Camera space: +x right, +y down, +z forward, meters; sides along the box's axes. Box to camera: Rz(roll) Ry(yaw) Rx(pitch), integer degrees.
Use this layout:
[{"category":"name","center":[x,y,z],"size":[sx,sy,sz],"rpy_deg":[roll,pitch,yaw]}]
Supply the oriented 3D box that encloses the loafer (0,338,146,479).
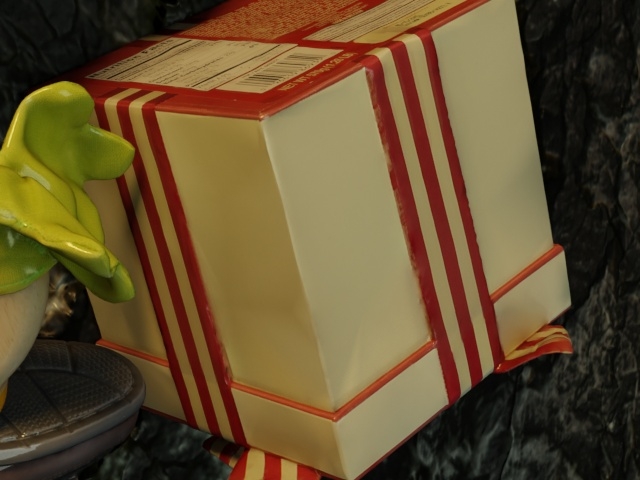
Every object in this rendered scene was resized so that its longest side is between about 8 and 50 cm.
[{"category":"loafer","center":[-0.238,0.133,0.716],"size":[0.303,0.109,0.095],"rpy_deg":[-14,127,-37]}]

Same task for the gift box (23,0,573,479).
[{"category":"gift box","center":[0.000,0.000,0.802],"size":[0.255,0.276,0.258],"rpy_deg":[-30,119,-33]}]

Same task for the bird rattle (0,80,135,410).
[{"category":"bird rattle","center":[-0.220,-0.001,0.641],"size":[0.254,0.143,0.207],"rpy_deg":[12,116,-16]}]
